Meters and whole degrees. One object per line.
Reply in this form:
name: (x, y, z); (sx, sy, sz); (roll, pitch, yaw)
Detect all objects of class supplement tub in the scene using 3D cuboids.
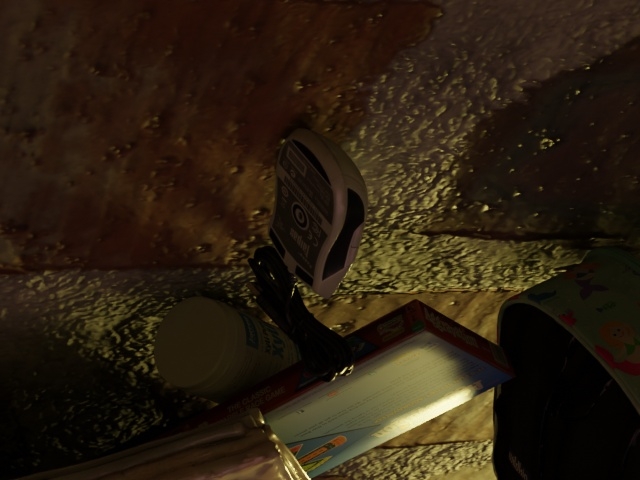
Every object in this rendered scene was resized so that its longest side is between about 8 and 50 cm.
supplement tub: (-0.063, 0.087, 1.229); (0.071, 0.071, 0.107); (-27, 149, 24)

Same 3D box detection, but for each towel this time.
towel: (-0.158, 0.238, 1.256); (0.331, 0.053, 0.317); (-17, 152, 2)

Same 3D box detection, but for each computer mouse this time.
computer mouse: (0.000, 0.000, 1.091); (0.042, 0.106, 0.193); (-23, 149, -27)

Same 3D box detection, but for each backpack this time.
backpack: (0.236, 0.132, 1.269); (0.191, 0.225, 0.253); (-29, 138, -16)

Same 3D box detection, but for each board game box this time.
board game box: (-0.010, 0.133, 1.234); (0.281, 0.027, 0.145); (-29, 148, 21)

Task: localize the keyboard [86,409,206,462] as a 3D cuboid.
keyboard: (-0.238, 0.219, 1.347); (0.317, 0.033, 0.201); (-29, 179, 17)
